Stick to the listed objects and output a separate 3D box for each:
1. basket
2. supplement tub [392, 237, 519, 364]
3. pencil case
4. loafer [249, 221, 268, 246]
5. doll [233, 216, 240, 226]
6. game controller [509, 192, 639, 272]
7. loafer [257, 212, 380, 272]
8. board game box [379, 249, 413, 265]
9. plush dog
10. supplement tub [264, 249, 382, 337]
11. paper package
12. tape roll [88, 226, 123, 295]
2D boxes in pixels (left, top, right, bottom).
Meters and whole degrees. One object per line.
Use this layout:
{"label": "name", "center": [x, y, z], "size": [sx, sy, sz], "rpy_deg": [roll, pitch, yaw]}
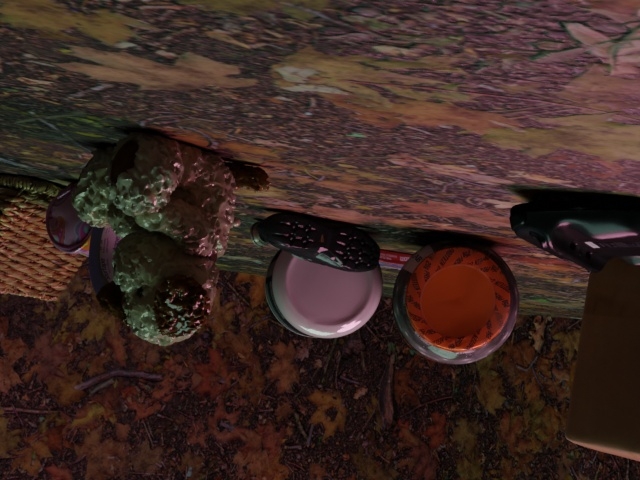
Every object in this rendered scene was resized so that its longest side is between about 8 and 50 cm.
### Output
{"label": "basket", "center": [-0.531, -0.051, 2.073], "size": [0.213, 0.223, 0.299], "rpy_deg": [42, -171, 22]}
{"label": "supplement tub", "center": [0.224, 0.106, 2.036], "size": [0.207, 0.207, 0.338], "rpy_deg": [7, 174, 4]}
{"label": "pencil case", "center": [-0.311, -0.019, 1.969], "size": [0.124, 0.124, 0.284], "rpy_deg": [4, 175, 35]}
{"label": "loafer", "center": [-0.087, -0.014, 2.142], "size": [0.039, 0.045, 0.125], "rpy_deg": [-12, 176, 18]}
{"label": "doll", "center": [-0.187, -0.043, 1.884], "size": [0.129, 0.046, 0.189], "rpy_deg": [9, 175, -8]}
{"label": "game controller", "center": [0.340, -0.010, 1.448], "size": [0.166, 0.067, 0.319], "rpy_deg": [-10, 169, 23]}
{"label": "loafer", "center": [0.000, 0.000, 1.967], "size": [0.223, 0.076, 0.078], "rpy_deg": [16, 176, -33]}
{"label": "board game box", "center": [0.095, 0.032, 2.440], "size": [0.281, 0.027, 0.145], "rpy_deg": [9, 176, -19]}
{"label": "plush dog", "center": [-0.173, 0.009, 1.397], "size": [0.210, 0.225, 0.262], "rpy_deg": [10, 174, -24]}
{"label": "supplement tub", "center": [-0.001, 0.079, 2.163], "size": [0.191, 0.191, 0.272], "rpy_deg": [8, 175, -6]}
{"label": "paper package", "center": [0.537, 0.173, 1.714], "size": [0.168, 0.310, 0.325], "rpy_deg": [16, 171, -32]}
{"label": "tape roll", "center": [-0.257, 0.009, 1.757], "size": [0.080, 0.189, 0.189], "rpy_deg": [11, 174, -38]}
